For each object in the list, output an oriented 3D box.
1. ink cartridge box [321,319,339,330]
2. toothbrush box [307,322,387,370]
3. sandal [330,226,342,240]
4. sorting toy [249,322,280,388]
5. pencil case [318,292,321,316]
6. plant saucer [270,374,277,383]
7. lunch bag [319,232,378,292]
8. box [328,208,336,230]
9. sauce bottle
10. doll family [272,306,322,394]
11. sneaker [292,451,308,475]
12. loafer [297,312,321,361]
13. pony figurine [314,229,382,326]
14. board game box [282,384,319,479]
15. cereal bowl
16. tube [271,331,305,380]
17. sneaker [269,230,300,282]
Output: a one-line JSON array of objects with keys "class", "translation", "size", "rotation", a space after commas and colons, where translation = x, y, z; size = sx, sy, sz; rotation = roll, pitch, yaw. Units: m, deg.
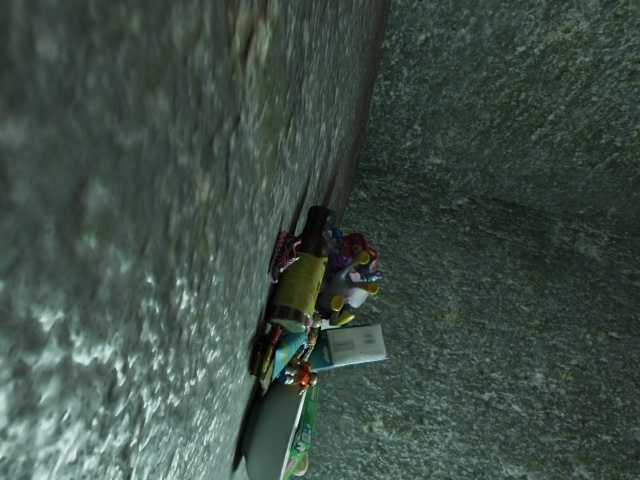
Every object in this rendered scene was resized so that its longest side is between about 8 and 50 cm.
[{"class": "ink cartridge box", "translation": [-0.025, 0.450, 2.440], "size": [0.201, 0.117, 0.277], "rotation": [18, 86, -55]}, {"class": "toothbrush box", "translation": [0.051, 0.373, 1.813], "size": [0.295, 0.217, 0.126], "rotation": [-35, -119, 57]}, {"class": "sandal", "translation": [0.053, 0.005, 2.479], "size": [0.317, 0.126, 0.138], "rotation": [-151, -107, -86]}, {"class": "sorting toy", "translation": [-0.139, 0.292, 1.328], "size": [0.274, 0.047, 0.132], "rotation": [98, 8, -66]}, {"class": "pencil case", "translation": [-0.047, 0.292, 2.142], "size": [0.114, 0.124, 0.273], "rotation": [-26, -155, 30]}, {"class": "plant saucer", "translation": [-0.123, 0.321, 1.710], "size": [0.278, 0.041, 0.277], "rotation": [14, 90, -86]}, {"class": "lunch bag", "translation": [0.106, 0.092, 2.140], "size": [0.293, 0.259, 0.120], "rotation": [-93, 167, -59]}, {"class": "box", "translation": [0.000, 0.000, 2.057], "size": [0.100, 0.060, 0.244], "rotation": [99, 8, -59]}, {"class": "sauce bottle", "translation": [-0.041, 0.067, 1.392], "size": [0.111, 0.112, 0.344], "rotation": [96, 10, -65]}, {"class": "doll family", "translation": [-0.073, 0.314, 1.553], "size": [0.163, 0.119, 0.262], "rotation": [21, 67, -43]}, {"class": "sneaker", "translation": [-0.145, 0.830, 2.099], "size": [0.282, 0.099, 0.153], "rotation": [51, -46, 41]}, {"class": "loafer", "translation": [-0.064, 0.335, 1.675], "size": [0.084, 0.096, 0.267], "rotation": [-54, 162, -62]}, {"class": "pony figurine", "translation": [0.060, 0.150, 1.808], "size": [0.350, 0.303, 0.363], "rotation": [-57, -166, -26]}, {"class": "board game box", "translation": [-0.086, 0.681, 1.890], "size": [0.213, 0.046, 0.317], "rotation": [-61, -174, 21]}, {"class": "cereal bowl", "translation": [-0.147, 0.575, 1.599], "size": [0.339, 0.141, 0.338], "rotation": [16, 90, -86]}, {"class": "tube", "translation": [-0.089, 0.277, 1.348], "size": [0.207, 0.052, 0.080], "rotation": [-42, 136, -73]}, {"class": "sneaker", "translation": [-0.077, 0.040, 1.182], "size": [0.047, 0.057, 0.119], "rotation": [84, 22, -84]}]
